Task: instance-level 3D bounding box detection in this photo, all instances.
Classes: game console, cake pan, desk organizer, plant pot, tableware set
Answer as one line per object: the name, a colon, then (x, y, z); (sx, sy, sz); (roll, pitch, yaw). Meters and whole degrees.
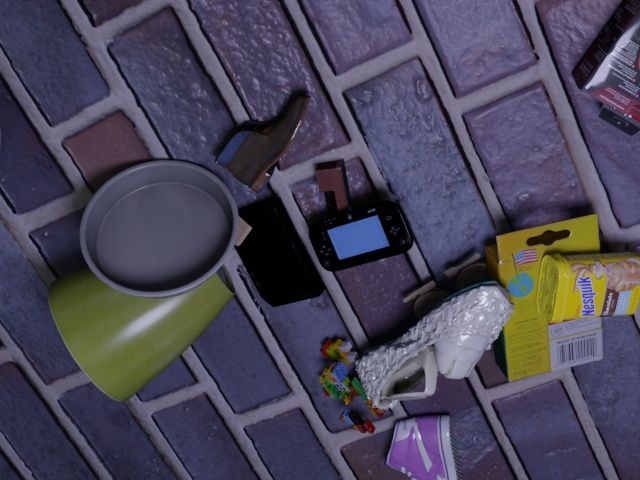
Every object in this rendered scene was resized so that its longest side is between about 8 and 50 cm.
game console: (0.000, 0.000, 1.602); (0.361, 0.044, 0.213); (-17, 111, 29)
cake pan: (-0.296, -0.017, 1.562); (0.293, 0.293, 0.054); (6, 151, 4)
desk organizer: (0.029, -0.085, 1.599); (0.050, 0.047, 0.130); (-6, 115, 12)
plant pot: (-0.327, 0.120, 1.642); (0.293, 0.275, 0.274); (-32, 109, 2)
tableware set: (0.270, 0.099, 1.668); (0.194, 0.039, 0.128); (-34, 118, 25)

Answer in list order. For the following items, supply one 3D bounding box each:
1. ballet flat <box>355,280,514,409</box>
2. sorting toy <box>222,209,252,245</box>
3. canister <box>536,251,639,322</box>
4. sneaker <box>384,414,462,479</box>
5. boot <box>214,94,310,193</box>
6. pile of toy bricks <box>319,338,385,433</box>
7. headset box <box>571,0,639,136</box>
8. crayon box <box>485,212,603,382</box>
ballet flat: (0.221, 0.221, 1.590); (0.147, 0.147, 0.409); (38, 136, -12)
sorting toy: (-0.175, -0.018, 1.634); (0.062, 0.012, 0.083); (40, 125, 2)
canister: (0.490, 0.082, 1.520); (0.170, 0.073, 0.126); (-3, 114, -11)
sneaker: (0.228, 0.512, 1.846); (0.161, 0.102, 0.282); (-8, 104, 14)
boot: (-0.108, -0.194, 1.542); (0.106, 0.082, 0.219); (28, 117, -11)
pile of toy bricks: (0.047, 0.314, 1.769); (0.105, 0.118, 0.212); (-6, 127, 42)
headset box: (0.581, -0.308, 1.393); (0.218, 0.110, 0.293); (28, 115, -7)
crayon box: (0.429, 0.099, 1.600); (0.202, 0.081, 0.318); (-12, 115, -5)
